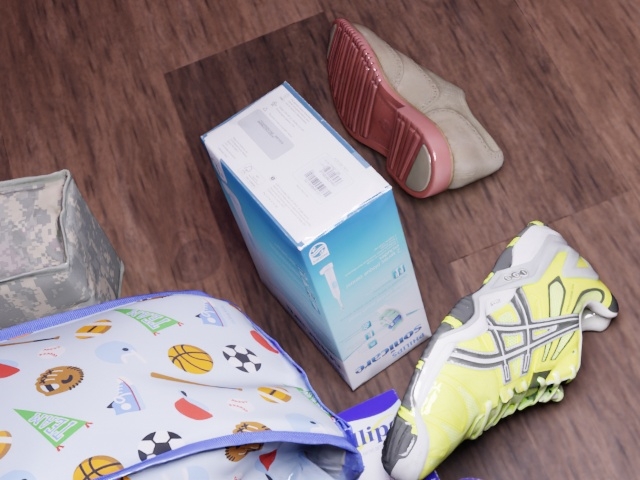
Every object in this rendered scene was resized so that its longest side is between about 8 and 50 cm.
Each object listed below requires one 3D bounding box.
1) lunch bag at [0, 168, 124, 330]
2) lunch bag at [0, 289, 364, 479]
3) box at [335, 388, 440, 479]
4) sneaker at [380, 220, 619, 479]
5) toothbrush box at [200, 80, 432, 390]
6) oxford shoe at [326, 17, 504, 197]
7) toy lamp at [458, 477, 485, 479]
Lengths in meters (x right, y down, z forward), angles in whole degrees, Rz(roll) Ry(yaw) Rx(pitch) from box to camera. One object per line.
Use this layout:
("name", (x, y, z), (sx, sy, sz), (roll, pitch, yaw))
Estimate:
("lunch bag", (-0.407, 0.051, 1.793), (0.287, 0.235, 0.169), (-11, 58, 6))
("lunch bag", (-0.188, 0.222, 1.569), (0.385, 0.239, 0.328), (-19, 35, -21))
("box", (0.056, 0.257, 1.620), (0.126, 0.072, 0.137), (-24, 51, -4))
("sneaker", (0.203, 0.130, 1.596), (0.147, 0.145, 0.385), (35, 55, 12))
("toothbrush box", (0.000, 0.000, 1.685), (0.126, 0.295, 0.216), (-33, 52, -12))
("oxford shoe", (0.115, -0.178, 1.926), (0.130, 0.123, 0.348), (-9, 46, -25))
("toy lamp", (0.126, 0.381, 1.507), (0.080, 0.080, 0.275), (13, 56, 23))
